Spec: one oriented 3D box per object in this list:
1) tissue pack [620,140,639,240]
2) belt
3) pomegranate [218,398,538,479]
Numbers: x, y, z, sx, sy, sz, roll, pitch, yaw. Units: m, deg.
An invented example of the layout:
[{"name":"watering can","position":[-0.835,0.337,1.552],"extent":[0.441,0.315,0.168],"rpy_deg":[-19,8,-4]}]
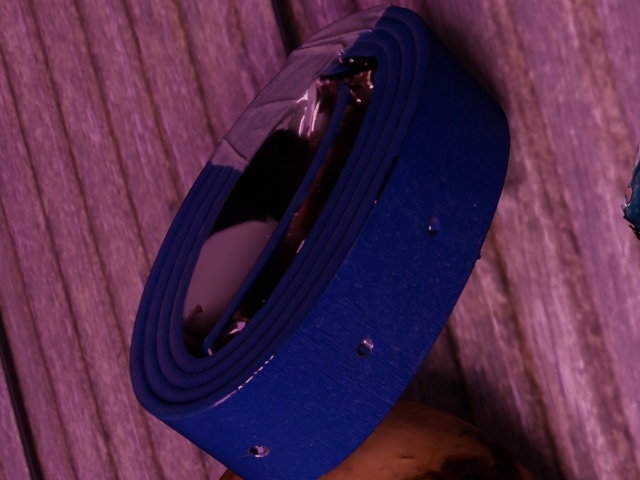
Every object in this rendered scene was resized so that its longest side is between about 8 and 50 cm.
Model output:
[{"name":"tissue pack","position":[0.399,0.000,0.634],"extent":[0.416,0.264,0.253],"rpy_deg":[38,117,37]},{"name":"belt","position":[0.000,0.000,0.957],"extent":[0.212,0.117,0.347],"rpy_deg":[0,57,49]},{"name":"pomegranate","position":[0.053,0.272,0.983],"extent":[0.322,0.322,0.322],"rpy_deg":[8,103,37]}]
